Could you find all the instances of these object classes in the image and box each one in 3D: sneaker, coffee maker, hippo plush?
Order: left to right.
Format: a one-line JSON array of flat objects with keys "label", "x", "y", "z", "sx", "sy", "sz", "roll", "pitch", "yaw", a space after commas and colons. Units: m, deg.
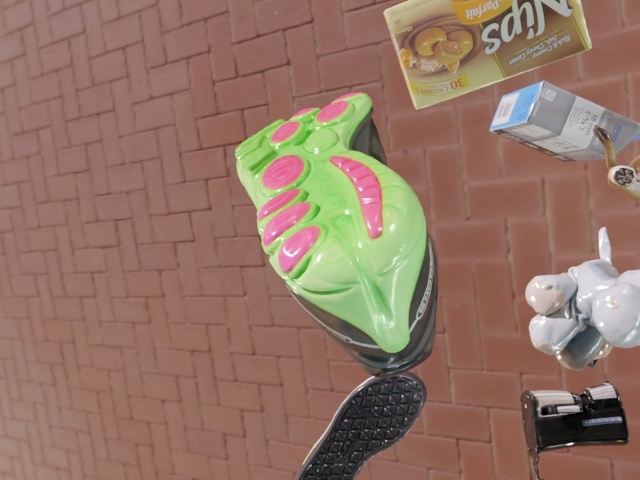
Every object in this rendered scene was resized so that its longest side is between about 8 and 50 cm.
[{"label": "sneaker", "x": 0.016, "y": -0.025, "z": 0.747, "sx": 0.185, "sy": 0.483, "sz": 0.202, "roll": -19, "pitch": 117, "yaw": 7}, {"label": "sneaker", "x": 0.047, "y": 0.253, "z": 0.883, "sx": 0.084, "sy": 0.097, "sz": 0.234, "roll": 43, "pitch": 101, "yaw": 7}, {"label": "coffee maker", "x": 0.498, "y": 0.371, "z": 1.310, "sx": 0.178, "sy": 0.120, "sz": 0.171, "roll": -5, "pitch": 97, "yaw": 3}, {"label": "hippo plush", "x": 0.578, "y": 0.142, "z": 1.291, "sx": 0.236, "sy": 0.294, "sz": 0.234, "roll": 6, "pitch": 121, "yaw": 63}]

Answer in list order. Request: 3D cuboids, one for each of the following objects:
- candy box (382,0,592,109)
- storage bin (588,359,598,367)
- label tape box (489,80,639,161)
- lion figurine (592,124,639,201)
[{"label": "candy box", "x": 0.288, "y": -0.370, "z": 1.167, "sx": 0.316, "sy": 0.087, "sz": 0.183, "roll": -19, "pitch": 106, "yaw": 8}, {"label": "storage bin", "x": 0.723, "y": 0.234, "z": 1.797, "sx": 0.084, "sy": 0.122, "sz": 0.180, "roll": 19, "pitch": 127, "yaw": 33}, {"label": "label tape box", "x": 0.613, "y": -0.258, "z": 1.603, "sx": 0.334, "sy": 0.240, "sz": 0.106, "roll": 21, "pitch": 92, "yaw": -7}, {"label": "lion figurine", "x": 0.584, "y": -0.076, "z": 0.993, "sx": 0.392, "sy": 0.240, "sz": 0.142, "roll": 27, "pitch": 95, "yaw": 15}]
